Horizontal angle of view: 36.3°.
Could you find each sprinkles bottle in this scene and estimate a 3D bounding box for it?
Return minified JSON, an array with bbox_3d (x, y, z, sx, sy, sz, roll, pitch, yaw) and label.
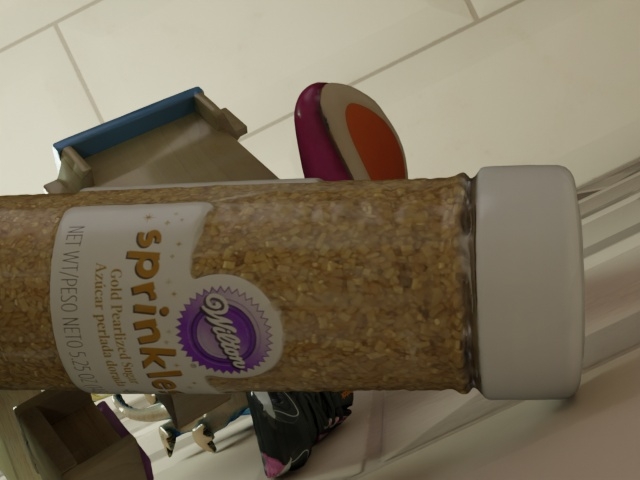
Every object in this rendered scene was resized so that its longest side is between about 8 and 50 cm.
[{"bbox_3d":[-0.041,0.026,0.534,0.355,0.121,0.121,-2,4,12],"label":"sprinkles bottle"}]

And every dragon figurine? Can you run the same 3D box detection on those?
[{"bbox_3d":[-0.100,0.152,1.004,0.144,0.085,0.289,-22,1,-38],"label":"dragon figurine"}]

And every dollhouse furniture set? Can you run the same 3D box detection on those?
[{"bbox_3d":[-0.114,0.067,0.758,0.303,0.286,0.198,-29,-38,-27],"label":"dollhouse furniture set"}]

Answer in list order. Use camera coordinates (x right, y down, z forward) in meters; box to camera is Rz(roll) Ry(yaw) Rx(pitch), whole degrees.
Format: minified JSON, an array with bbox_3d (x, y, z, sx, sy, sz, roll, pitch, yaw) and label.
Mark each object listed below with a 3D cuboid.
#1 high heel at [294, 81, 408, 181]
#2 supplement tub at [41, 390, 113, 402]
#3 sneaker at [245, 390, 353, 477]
[{"bbox_3d":[0.000,0.000,0.868,0.181,0.127,0.377,-6,-35,19],"label":"high heel"},{"bbox_3d":[-0.176,0.065,0.936,0.200,0.144,0.144,-20,0,11],"label":"supplement tub"},{"bbox_3d":[-0.013,0.117,0.712,0.077,0.072,0.178,-15,4,-4],"label":"sneaker"}]
